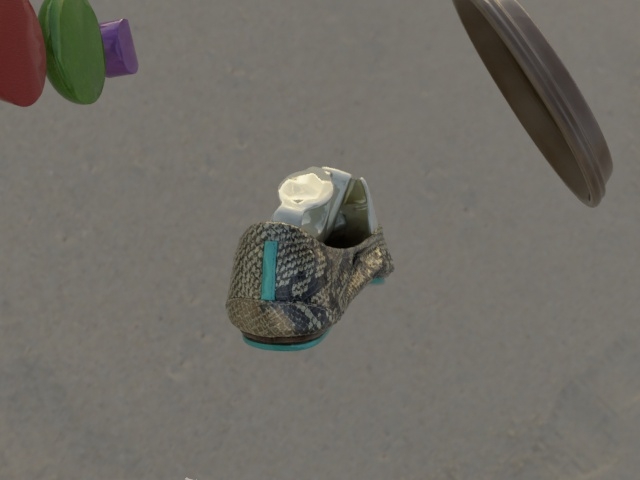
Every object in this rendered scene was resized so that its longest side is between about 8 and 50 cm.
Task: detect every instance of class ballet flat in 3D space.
[{"bbox_3d":[0.000,0.000,1.493,0.164,0.182,0.483,3,8,11],"label":"ballet flat"}]

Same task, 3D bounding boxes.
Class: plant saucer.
[{"bbox_3d":[0.221,-0.159,1.279,0.278,0.041,0.278,57,4,-6],"label":"plant saucer"}]

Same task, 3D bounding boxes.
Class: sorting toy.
[{"bbox_3d":[-0.317,-0.198,1.312,0.365,0.126,0.127,-32,114,-74],"label":"sorting toy"}]

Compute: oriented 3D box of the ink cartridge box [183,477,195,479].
[{"bbox_3d":[0.044,0.373,1.193,0.384,0.279,0.160,12,68,11],"label":"ink cartridge box"}]
